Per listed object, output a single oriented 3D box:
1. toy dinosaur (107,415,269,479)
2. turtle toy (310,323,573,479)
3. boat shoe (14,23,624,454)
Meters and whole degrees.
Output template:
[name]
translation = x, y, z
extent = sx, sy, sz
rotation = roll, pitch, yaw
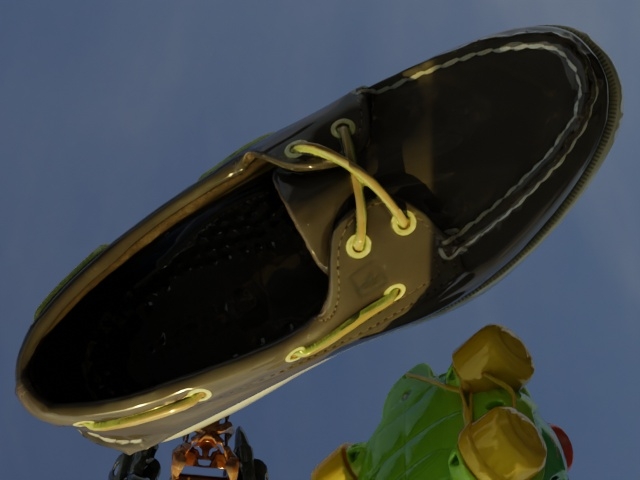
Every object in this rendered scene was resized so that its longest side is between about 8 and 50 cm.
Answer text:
[toy dinosaur]
translation = -0.089, 0.231, 1.186
extent = 0.164, 0.322, 0.218
rotation = 28, -176, -9
[turtle toy]
translation = 0.048, 0.080, 0.526
extent = 0.066, 0.095, 0.130
rotation = 41, -157, -16
[boat shoe]
translation = 0.000, 0.000, 0.524
extent = 0.081, 0.228, 0.069
rotation = 59, -168, 13
